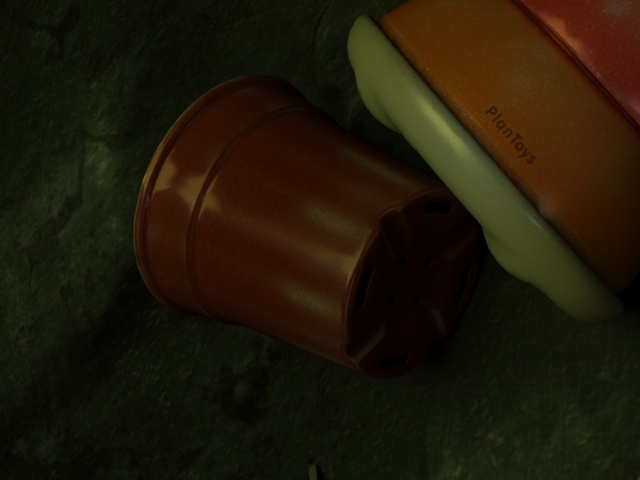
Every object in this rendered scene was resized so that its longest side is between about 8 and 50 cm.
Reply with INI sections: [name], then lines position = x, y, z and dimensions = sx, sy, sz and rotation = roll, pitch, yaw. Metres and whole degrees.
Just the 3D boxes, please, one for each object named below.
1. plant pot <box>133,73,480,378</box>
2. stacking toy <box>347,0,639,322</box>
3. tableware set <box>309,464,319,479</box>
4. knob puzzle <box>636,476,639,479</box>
[plant pot]
position = 0.000, 0.000, 1.702
dimensions = 0.265, 0.272, 0.272
rotation = 26, 98, 37
[stacking toy]
position = 0.296, -0.191, 1.468
dimensions = 0.480, 0.350, 0.350
rotation = -41, 51, 7
[tableware set]
position = -0.050, 0.320, 1.743
dimensions = 0.128, 0.039, 0.194
rotation = -44, 27, 19
[knob puzzle]
position = 0.319, 0.266, 1.450
dimensions = 0.213, 0.030, 0.213
rotation = -34, 46, 45
